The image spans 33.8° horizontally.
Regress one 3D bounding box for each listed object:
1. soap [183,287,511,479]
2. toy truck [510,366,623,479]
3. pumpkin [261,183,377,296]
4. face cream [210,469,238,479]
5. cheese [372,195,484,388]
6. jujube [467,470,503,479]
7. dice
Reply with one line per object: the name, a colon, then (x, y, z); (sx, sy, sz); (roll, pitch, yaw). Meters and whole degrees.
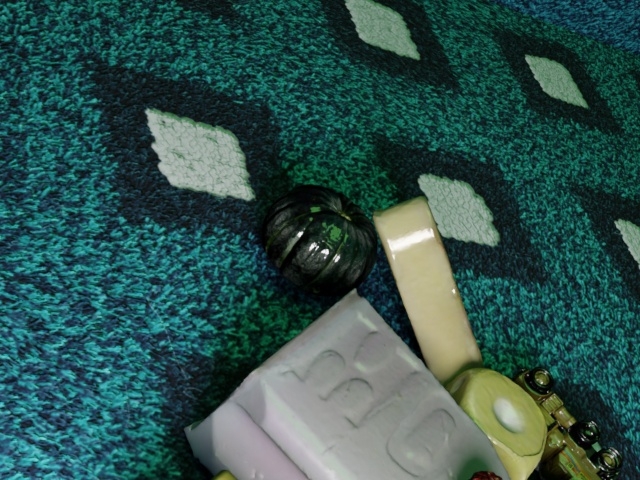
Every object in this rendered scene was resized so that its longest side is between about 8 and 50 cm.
soap: (0.068, 0.333, 1.586); (0.435, 0.213, 0.350); (48, 36, 10)
toy truck: (0.418, 0.363, 1.930); (0.127, 0.127, 0.257); (-22, 66, -34)
pumpkin: (0.000, 0.000, 1.912); (0.220, 0.162, 0.220); (34, 29, -22)
face cream: (-0.130, 0.424, 1.311); (0.179, 0.218, 0.218); (43, 37, 6)
cheese: (0.184, 0.051, 1.954); (0.384, 0.104, 0.383); (-20, 90, -87)
jujube: (0.220, 0.377, 1.423); (0.104, 0.104, 0.166); (30, 35, -13)
dice: (0.268, 0.334, 1.785); (0.169, 0.169, 0.166); (37, 37, -3)
